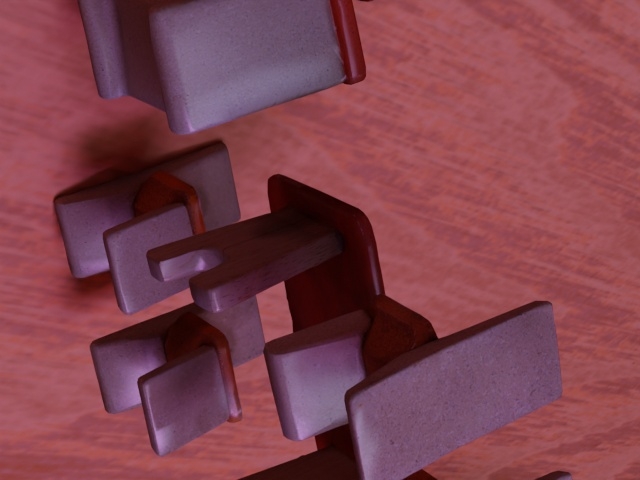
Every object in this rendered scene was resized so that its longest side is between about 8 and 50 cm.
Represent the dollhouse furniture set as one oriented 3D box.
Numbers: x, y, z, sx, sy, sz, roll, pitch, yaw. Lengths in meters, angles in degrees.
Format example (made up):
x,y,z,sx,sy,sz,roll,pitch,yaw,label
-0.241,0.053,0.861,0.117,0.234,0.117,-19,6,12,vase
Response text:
x,y,z,sx,sy,sz,roll,pitch,yaw,label
0.000,0.000,0.686,0.135,0.262,0.259,-22,116,-25,dollhouse furniture set
